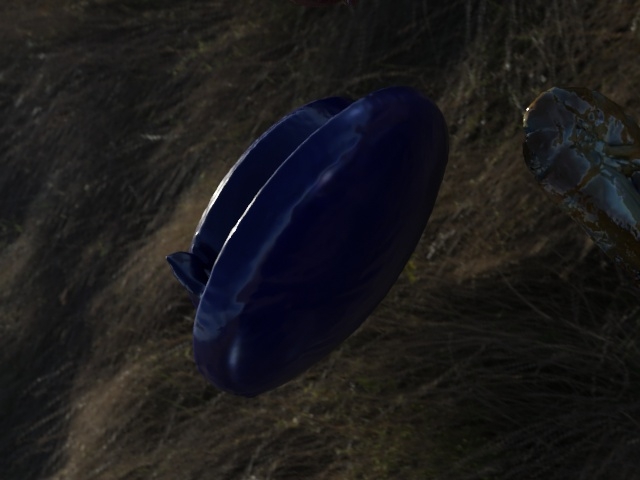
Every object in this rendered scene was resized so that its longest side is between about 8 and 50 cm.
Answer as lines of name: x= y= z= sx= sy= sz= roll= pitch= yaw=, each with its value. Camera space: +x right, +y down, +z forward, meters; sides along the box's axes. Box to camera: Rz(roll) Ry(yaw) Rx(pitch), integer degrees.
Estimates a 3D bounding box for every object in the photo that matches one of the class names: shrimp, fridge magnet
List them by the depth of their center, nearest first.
shrimp: x=0.207 y=-0.028 z=0.616 sx=0.091 sy=0.184 sz=0.043 roll=-34 pitch=1 yaw=-19
fridge magnet: x=0.000 y=0.000 z=0.676 sx=0.113 sy=0.265 sz=0.265 roll=38 pitch=96 yaw=21

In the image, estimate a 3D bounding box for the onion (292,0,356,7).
onion: x=0.005 y=-0.411 z=0.889 sx=0.347 sy=0.286 sz=0.347 roll=-157 pitch=90 yaw=-78
